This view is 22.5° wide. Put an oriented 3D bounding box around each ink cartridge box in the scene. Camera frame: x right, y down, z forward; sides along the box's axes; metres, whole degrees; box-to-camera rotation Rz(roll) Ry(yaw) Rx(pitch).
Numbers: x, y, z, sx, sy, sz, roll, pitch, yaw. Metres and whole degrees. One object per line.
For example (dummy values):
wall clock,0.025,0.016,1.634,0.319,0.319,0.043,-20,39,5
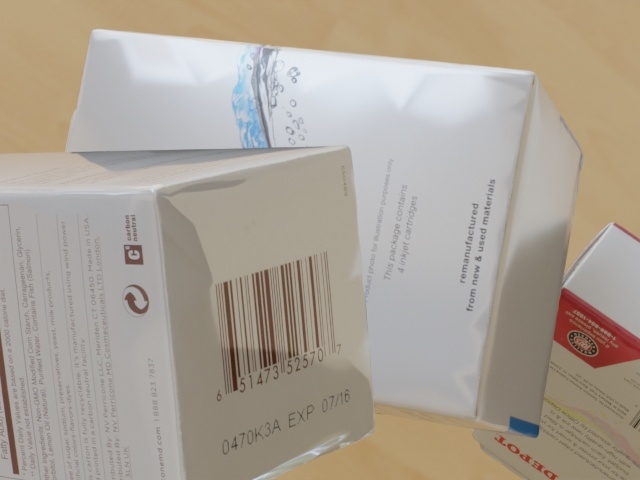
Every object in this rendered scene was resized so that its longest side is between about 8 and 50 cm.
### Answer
ink cartridge box,0.183,0.092,0.982,0.127,0.175,0.072,35,54,11
ink cartridge box,0.000,0.000,0.842,0.171,0.233,0.168,27,72,-70

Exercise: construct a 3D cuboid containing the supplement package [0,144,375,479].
supplement package,-0.086,0.025,0.557,0.105,0.179,0.105,-17,105,-52
